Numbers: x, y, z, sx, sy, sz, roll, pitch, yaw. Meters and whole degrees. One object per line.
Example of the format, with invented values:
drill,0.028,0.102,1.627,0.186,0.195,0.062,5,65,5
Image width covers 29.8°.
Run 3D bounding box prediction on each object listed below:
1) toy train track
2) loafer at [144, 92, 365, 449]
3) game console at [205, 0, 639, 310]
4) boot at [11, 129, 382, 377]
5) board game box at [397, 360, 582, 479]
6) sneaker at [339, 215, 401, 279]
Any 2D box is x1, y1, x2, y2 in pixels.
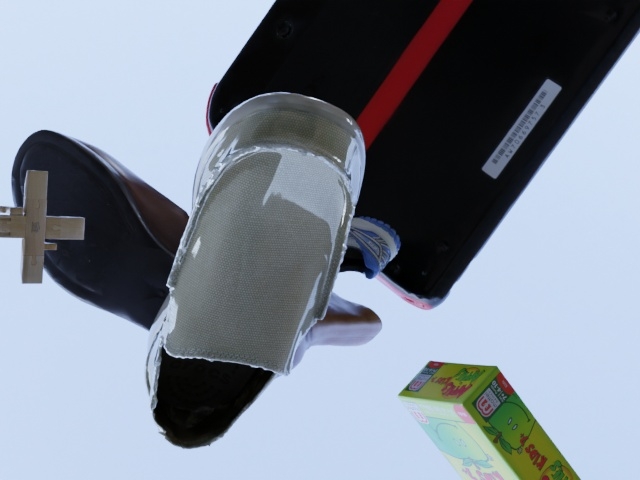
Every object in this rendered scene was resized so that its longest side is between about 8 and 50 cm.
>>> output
toy train track,-0.137,-0.006,0.499,0.083,0.048,0.014,2,-177,-44
loafer,-0.041,0.031,0.713,0.102,0.268,0.092,11,-137,-13
game console,0.094,-0.174,1.182,0.342,0.060,0.386,37,-85,24
boot,-0.088,0.004,0.979,0.264,0.096,0.280,34,-165,15
board game box,0.147,0.175,0.928,0.043,0.092,0.181,-44,-73,-23
sneaker,0.000,0.000,1.076,0.135,0.052,0.058,13,-133,17
